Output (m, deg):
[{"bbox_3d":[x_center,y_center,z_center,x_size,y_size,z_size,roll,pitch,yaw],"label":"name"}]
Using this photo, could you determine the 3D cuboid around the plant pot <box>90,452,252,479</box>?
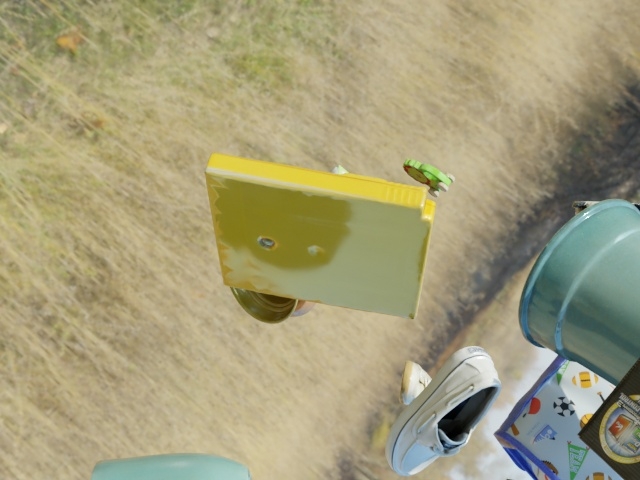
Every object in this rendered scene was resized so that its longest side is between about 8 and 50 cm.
[{"bbox_3d":[-0.211,0.471,1.266,0.235,0.293,0.293,-11,157,-4],"label":"plant pot"}]

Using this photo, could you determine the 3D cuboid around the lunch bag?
[{"bbox_3d":[0.618,0.445,1.780,0.328,0.385,0.239,-46,178,-12],"label":"lunch bag"}]

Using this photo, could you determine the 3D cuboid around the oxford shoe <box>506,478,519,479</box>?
[{"bbox_3d":[0.394,0.472,1.426,0.212,0.076,0.076,21,72,-37],"label":"oxford shoe"}]

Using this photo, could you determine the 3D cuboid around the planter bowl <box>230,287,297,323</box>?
[{"bbox_3d":[-0.104,0.069,1.782,0.090,0.217,0.217,-23,149,-47],"label":"planter bowl"}]

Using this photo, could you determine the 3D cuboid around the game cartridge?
[{"bbox_3d":[0.000,0.000,1.200,0.285,0.323,0.053,91,10,-53],"label":"game cartridge"}]

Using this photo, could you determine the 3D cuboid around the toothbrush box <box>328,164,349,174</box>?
[{"bbox_3d":[0.066,-0.014,1.951,0.206,0.283,0.122,-33,-148,34],"label":"toothbrush box"}]

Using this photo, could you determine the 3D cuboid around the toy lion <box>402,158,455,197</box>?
[{"bbox_3d":[0.207,-0.129,1.579,0.034,0.096,0.100,-54,-177,-10],"label":"toy lion"}]

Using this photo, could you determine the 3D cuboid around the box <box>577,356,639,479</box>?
[{"bbox_3d":[0.427,0.204,0.830,0.216,0.060,0.270,-52,-153,6],"label":"box"}]

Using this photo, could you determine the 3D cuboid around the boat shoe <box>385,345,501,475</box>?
[{"bbox_3d":[0.178,0.274,1.188,0.095,0.084,0.258,10,122,-23],"label":"boat shoe"}]

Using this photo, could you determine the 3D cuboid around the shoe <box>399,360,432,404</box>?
[{"bbox_3d":[0.179,0.260,1.412,0.219,0.058,0.077,54,42,-67],"label":"shoe"}]

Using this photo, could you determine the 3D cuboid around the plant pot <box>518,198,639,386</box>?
[{"bbox_3d":[0.610,0.146,1.486,0.341,0.334,0.341,-20,128,-27],"label":"plant pot"}]

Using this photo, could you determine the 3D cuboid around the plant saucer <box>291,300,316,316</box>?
[{"bbox_3d":[-0.094,0.109,2.074,0.037,0.200,0.200,-39,161,-57],"label":"plant saucer"}]

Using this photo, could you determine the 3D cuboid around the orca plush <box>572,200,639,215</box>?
[{"bbox_3d":[0.700,-0.040,1.918,0.151,0.287,0.102,0,94,-25],"label":"orca plush"}]
